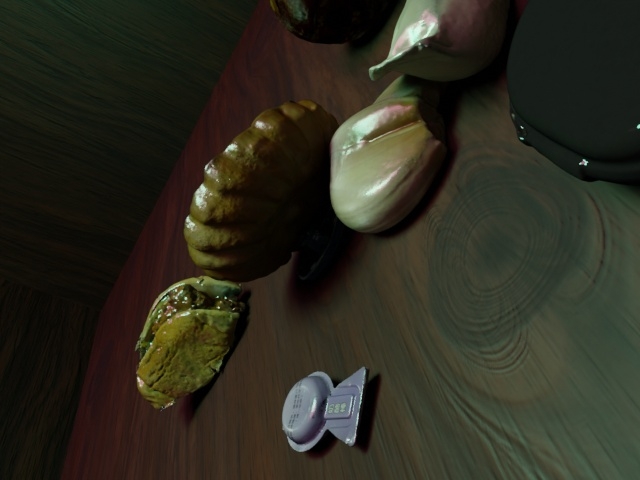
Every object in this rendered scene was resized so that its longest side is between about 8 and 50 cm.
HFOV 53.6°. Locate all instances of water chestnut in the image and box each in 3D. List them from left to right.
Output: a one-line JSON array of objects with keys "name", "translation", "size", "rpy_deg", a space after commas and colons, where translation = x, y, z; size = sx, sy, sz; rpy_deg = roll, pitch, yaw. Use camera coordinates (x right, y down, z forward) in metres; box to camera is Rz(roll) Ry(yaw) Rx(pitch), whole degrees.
[{"name": "water chestnut", "translation": [-0.006, -0.561, 1.220], "size": [0.335, 0.347, 0.335], "rpy_deg": [-160, 90, -78]}]

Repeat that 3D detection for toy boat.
[{"name": "toy boat", "translation": [0.000, 0.000, 0.999], "size": [0.137, 0.061, 0.060], "rpy_deg": [-58, 23, 17]}]

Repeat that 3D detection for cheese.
[{"name": "cheese", "translation": [-0.001, 0.217, 0.810], "size": [0.191, 0.042, 0.105], "rpy_deg": [-27, 45, 57]}]

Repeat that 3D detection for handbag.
[{"name": "handbag", "translation": [0.270, -0.167, 0.510], "size": [0.253, 0.093, 0.308], "rpy_deg": [-60, 23, 18]}]

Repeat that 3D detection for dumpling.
[{"name": "dumpling", "translation": [0.150, -0.265, 0.816], "size": [0.166, 0.126, 0.215], "rpy_deg": [-8, 52, 53]}]

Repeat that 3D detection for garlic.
[{"name": "garlic", "translation": [0.076, -0.114, 0.886], "size": [0.228, 0.110, 0.217], "rpy_deg": [-42, 36, 45]}]

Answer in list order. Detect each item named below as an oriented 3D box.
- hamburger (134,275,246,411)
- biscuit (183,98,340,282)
[{"name": "hamburger", "translation": [-0.274, 0.199, 1.299], "size": [0.282, 0.245, 0.155], "rpy_deg": [-17, 27, 2]}, {"name": "biscuit", "translation": [-0.069, -0.062, 0.992], "size": [0.326, 0.107, 0.325], "rpy_deg": [-47, -19, -22]}]
